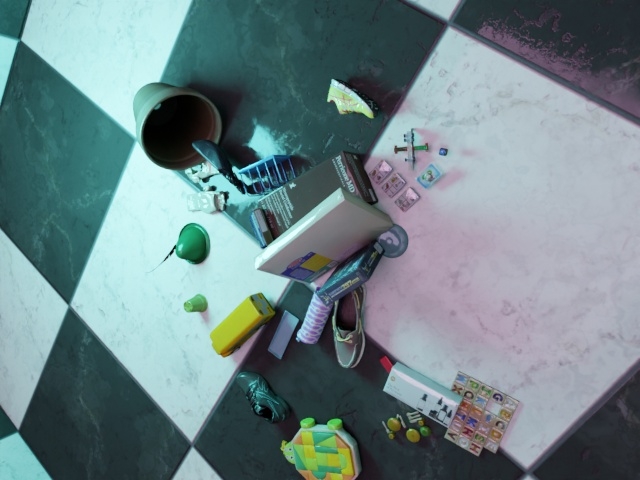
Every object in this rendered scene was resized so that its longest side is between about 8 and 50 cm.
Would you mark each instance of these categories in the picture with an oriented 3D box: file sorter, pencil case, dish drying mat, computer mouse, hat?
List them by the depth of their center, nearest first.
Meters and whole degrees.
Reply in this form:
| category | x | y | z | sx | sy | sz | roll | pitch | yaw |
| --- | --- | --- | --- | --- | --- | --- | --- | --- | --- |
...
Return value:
| category | x | y | z | sx | sy | sz | roll | pitch | yaw |
| --- | --- | --- | --- | --- | --- | --- | --- | --- | --- |
| dish drying mat | 0.242 | 0.445 | 1.615 | 0.032 | 0.008 | 0.083 | -43 | 77 | 25 |
| pencil case | -0.018 | 0.281 | 1.695 | 0.088 | 0.086 | 0.206 | 42 | 114 | 47 |
| file sorter | -0.194 | -0.239 | 1.712 | 0.170 | 0.118 | 0.104 | -19 | 90 | 28 |
| computer mouse | -0.375 | -0.298 | 1.757 | 0.272 | 0.188 | 0.072 | 44 | 88 | 11 |
| hat | -0.585 | 0.034 | 1.905 | 0.173 | 0.183 | 0.208 | 10 | 100 | 26 |

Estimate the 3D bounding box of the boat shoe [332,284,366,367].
| category | x | y | z | sx | sy | sz | roll | pitch | yaw |
| --- | --- | --- | --- | --- | --- | --- | --- | --- | --- |
| boat shoe | 0.095 | 0.301 | 1.626 | 0.117 | 0.097 | 0.324 | 10 | 100 | 26 |

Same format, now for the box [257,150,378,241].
| category | x | y | z | sx | sy | sz | roll | pitch | yaw |
| --- | --- | --- | --- | --- | --- | --- | --- | --- | --- |
| box | -0.014 | -0.138 | 1.616 | 0.381 | 0.143 | 0.191 | -27 | 82 | 26 |

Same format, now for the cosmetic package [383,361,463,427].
| category | x | y | z | sx | sy | sz | roll | pitch | yaw |
| --- | --- | --- | --- | --- | --- | --- | --- | --- | --- |
| cosmetic package | 0.337 | 0.510 | 1.533 | 0.239 | 0.060 | 0.098 | 24 | 105 | 24 |

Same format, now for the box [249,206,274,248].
| category | x | y | z | sx | sy | sz | roll | pitch | yaw |
| --- | --- | --- | --- | --- | --- | --- | --- | --- | --- |
| box | -0.222 | -0.042 | 1.719 | 0.037 | 0.225 | 0.136 | -22 | 91 | -14 |

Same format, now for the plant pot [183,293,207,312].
| category | x | y | z | sx | sy | sz | roll | pitch | yaw |
| --- | --- | --- | --- | --- | --- | --- | --- | --- | --- |
| plant pot | -0.538 | 0.274 | 1.965 | 0.083 | 0.079 | 0.083 | 3 | 96 | 27 |

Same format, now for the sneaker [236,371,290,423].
| category | x | y | z | sx | sy | sz | roll | pitch | yaw |
| --- | --- | --- | --- | --- | --- | --- | --- | --- | --- |
| sneaker | -0.241 | 0.622 | 1.833 | 0.267 | 0.106 | 0.101 | 32 | 110 | 23 |

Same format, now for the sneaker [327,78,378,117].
| category | x | y | z | sx | sy | sz | roll | pitch | yaw |
| --- | --- | --- | --- | --- | --- | --- | --- | --- | --- |
| sneaker | 0.106 | -0.459 | 1.559 | 0.208 | 0.081 | 0.094 | 42 | 119 | 25 |

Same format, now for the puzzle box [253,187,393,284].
| category | x | y | z | sx | sy | sz | roll | pitch | yaw |
| --- | --- | --- | --- | --- | --- | --- | --- | --- | --- |
| puzzle box | 0.007 | 0.004 | 1.543 | 0.409 | 0.272 | 0.052 | -37 | 54 | 26 |

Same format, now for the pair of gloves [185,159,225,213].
| category | x | y | z | sx | sy | sz | roll | pitch | yaw |
| --- | --- | --- | --- | --- | --- | --- | --- | --- | --- |
| pair of gloves | -0.481 | -0.230 | 1.905 | 0.204 | 0.042 | 0.240 | 5 | 98 | 27 |

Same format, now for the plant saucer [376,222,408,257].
| category | x | y | z | sx | sy | sz | roll | pitch | yaw |
| --- | --- | --- | --- | --- | --- | --- | --- | --- | --- |
| plant saucer | 0.237 | 0.002 | 1.563 | 0.119 | 0.021 | 0.119 | 3 | 97 | 28 |

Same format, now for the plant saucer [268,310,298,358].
| category | x | y | z | sx | sy | sz | roll | pitch | yaw |
| --- | --- | --- | --- | --- | --- | --- | --- | --- | --- |
| plant saucer | -0.143 | 0.368 | 1.803 | 0.067 | 0.018 | 0.192 | 31 | 108 | 22 |

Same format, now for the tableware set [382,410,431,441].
| category | x | y | z | sx | sy | sz | roll | pitch | yaw |
| --- | --- | --- | --- | --- | --- | --- | --- | --- | --- |
| tableware set | 0.300 | 0.650 | 1.600 | 0.154 | 0.024 | 0.104 | -29 | 85 | 26 |

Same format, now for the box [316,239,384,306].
| category | x | y | z | sx | sy | sz | roll | pitch | yaw |
| --- | --- | --- | --- | --- | --- | --- | --- | --- | --- |
| box | 0.102 | 0.103 | 1.506 | 0.183 | 0.232 | 0.059 | -38 | 94 | 30 |

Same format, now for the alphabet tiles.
| category | x | y | z | sx | sy | sz | roll | pitch | yaw |
| --- | --- | --- | --- | --- | --- | --- | --- | --- | --- |
| alphabet tiles | 0.498 | 0.570 | 1.493 | 0.198 | 0.009 | 0.237 | 23 | 105 | 24 |

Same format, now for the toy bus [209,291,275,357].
| category | x | y | z | sx | sy | sz | roll | pitch | yaw |
| --- | --- | --- | --- | --- | --- | --- | --- | --- | --- |
| toy bus | -0.324 | 0.345 | 1.831 | 0.333 | 0.130 | 0.108 | -43 | 75 | 24 |

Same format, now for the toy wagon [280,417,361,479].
| category | x | y | z | sx | sy | sz | roll | pitch | yaw |
| --- | --- | --- | --- | --- | --- | --- | --- | --- | --- |
| toy wagon | -0.013 | 0.817 | 1.754 | 0.344 | 0.068 | 0.267 | -10 | 91 | 28 |

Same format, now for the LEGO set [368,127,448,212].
| category | x | y | z | sx | sy | sz | roll | pitch | yaw |
| --- | --- | --- | --- | --- | --- | --- | --- | --- | --- |
| LEGO set | 0.298 | -0.239 | 1.504 | 0.182 | 0.060 | 0.244 | 49 | 123 | 11 |

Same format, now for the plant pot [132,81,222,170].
| category | x | y | z | sx | sy | sz | roll | pitch | yaw |
| --- | --- | --- | --- | --- | --- | --- | --- | --- | --- |
| plant pot | -0.597 | -0.480 | 1.813 | 0.280 | 0.323 | 0.323 | 43 | 114 | 34 |
